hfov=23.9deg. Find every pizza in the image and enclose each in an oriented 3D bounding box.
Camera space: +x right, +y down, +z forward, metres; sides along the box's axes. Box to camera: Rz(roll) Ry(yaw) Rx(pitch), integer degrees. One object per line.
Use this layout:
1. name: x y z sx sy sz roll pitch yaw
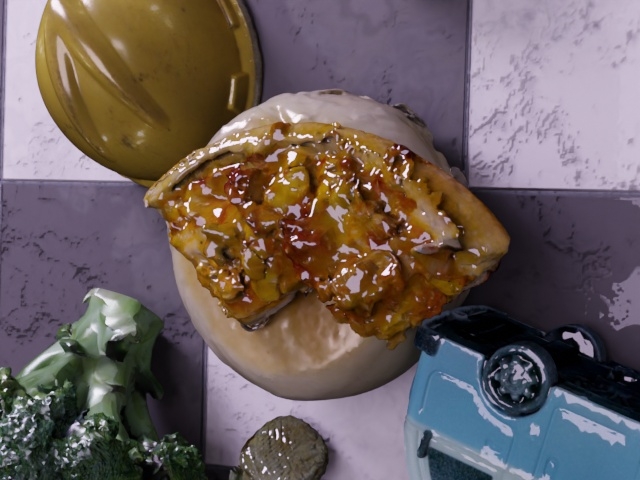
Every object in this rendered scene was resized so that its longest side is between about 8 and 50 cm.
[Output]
1. pizza: -0.006 -0.006 1.094 0.305 0.085 0.161 7 89 30

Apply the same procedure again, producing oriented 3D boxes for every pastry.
1. pastry: 0.002 0.001 1.209 0.265 0.133 0.265 -1 89 31

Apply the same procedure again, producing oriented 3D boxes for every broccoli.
1. broccoli: -0.210 0.174 1.303 0.270 0.270 0.270 4 59 31

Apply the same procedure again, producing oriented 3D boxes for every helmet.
1. helmet: -0.176 -0.164 1.319 0.205 0.140 0.257 -30 78 28

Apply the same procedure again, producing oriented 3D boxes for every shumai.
1. shumai: -0.034 0.201 1.281 0.083 0.082 0.080 -114 19 -46

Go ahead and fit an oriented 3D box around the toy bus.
1. toy bus: 0.190 0.162 1.097 0.271 0.133 0.165 23 106 27
